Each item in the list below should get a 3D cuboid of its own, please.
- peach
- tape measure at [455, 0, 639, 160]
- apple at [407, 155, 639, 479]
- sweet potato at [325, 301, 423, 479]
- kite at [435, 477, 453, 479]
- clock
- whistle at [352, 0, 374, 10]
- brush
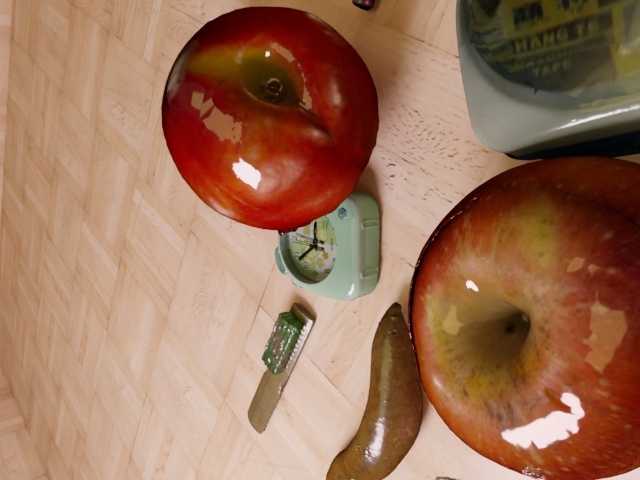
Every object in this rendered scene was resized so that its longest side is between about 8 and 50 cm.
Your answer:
[{"bbox_3d":[-0.072,-0.141,0.636,0.338,0.280,0.281,122,132,-78],"label":"peach"},{"bbox_3d":[0.248,-0.202,0.382,0.259,0.138,0.262,-8,90,42],"label":"tape measure"},{"bbox_3d":[0.207,0.063,0.415,0.251,0.206,0.272,17,105,52],"label":"apple"},{"bbox_3d":[0.080,0.255,0.650,0.108,0.079,0.346,-119,41,-57],"label":"sweet potato"},{"bbox_3d":[0.242,0.354,0.549,0.245,0.015,0.141,-24,82,43],"label":"kite"},{"bbox_3d":[-0.001,0.000,0.694,0.188,0.060,0.148,10,103,42],"label":"clock"},{"bbox_3d":[0.083,-0.378,0.581,0.033,0.033,0.177,41,121,32],"label":"whistle"},{"bbox_3d":[-0.082,0.230,0.816,0.054,0.048,0.283,43,124,34],"label":"brush"}]
